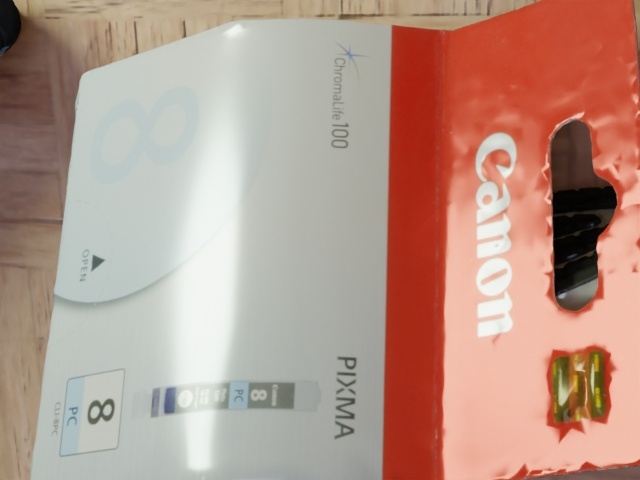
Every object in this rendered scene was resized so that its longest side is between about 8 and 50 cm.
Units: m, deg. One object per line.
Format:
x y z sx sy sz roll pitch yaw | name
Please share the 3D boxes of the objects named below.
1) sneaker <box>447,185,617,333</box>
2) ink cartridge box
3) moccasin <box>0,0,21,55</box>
0.222 0.063 0.787 0.410 0.158 0.182 -13 112 29 | sneaker
0.000 0.000 0.768 0.385 0.091 0.308 -14 62 33 | ink cartridge box
-0.373 -0.091 0.958 0.342 0.117 0.138 -21 81 11 | moccasin
